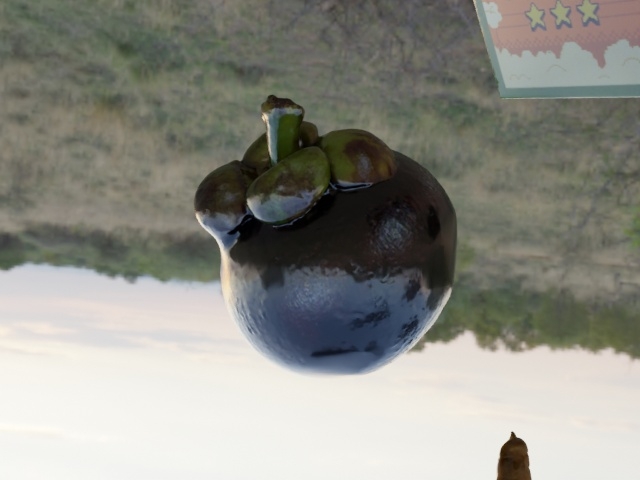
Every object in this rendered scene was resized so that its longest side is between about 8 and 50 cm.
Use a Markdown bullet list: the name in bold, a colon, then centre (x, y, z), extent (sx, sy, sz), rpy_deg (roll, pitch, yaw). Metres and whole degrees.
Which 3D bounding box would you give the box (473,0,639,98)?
- **box**: centre (0.251, -0.219, 0.696), extent (0.195, 0.148, 0.178), rpy_deg (-35, -153, -27)

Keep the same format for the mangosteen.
- **mangosteen**: centre (0.001, 0.015, 0.999), extent (0.314, 0.296, 0.297), rpy_deg (17, 173, -23)

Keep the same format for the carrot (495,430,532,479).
- **carrot**: centre (0.157, 0.287, 0.766), extent (0.059, 0.247, 0.059), rpy_deg (16, 153, 8)
